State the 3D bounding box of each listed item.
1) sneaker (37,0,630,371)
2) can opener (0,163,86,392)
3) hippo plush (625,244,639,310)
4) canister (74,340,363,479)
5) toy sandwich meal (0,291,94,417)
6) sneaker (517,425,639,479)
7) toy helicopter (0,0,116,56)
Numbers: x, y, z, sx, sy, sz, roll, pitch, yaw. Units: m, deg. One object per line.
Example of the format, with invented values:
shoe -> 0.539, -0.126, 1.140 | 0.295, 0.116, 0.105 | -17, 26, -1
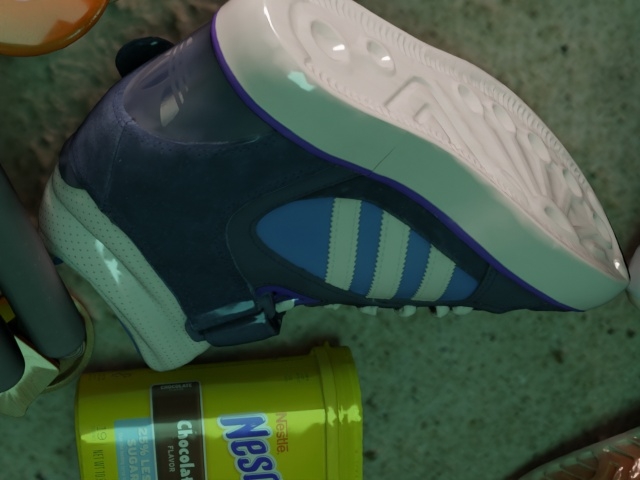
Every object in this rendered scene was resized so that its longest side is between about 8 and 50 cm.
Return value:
sneaker -> 0.000, 0.000, 0.648 | 0.322, 0.130, 0.236 | 26, 130, -38
can opener -> -0.186, -0.039, 0.514 | 0.074, 0.093, 0.280 | -29, 135, -12
hippo plush -> 0.321, -0.022, 0.615 | 0.234, 0.236, 0.294 | -5, 114, -8
canister -> -0.062, 0.135, 0.702 | 0.169, 0.073, 0.126 | -4, 113, -7
toy sandwich meal -> -0.178, 0.065, 0.673 | 0.085, 0.029, 0.086 | -4, 114, -9
sneaker -> 0.277, 0.179, 0.761 | 0.302, 0.108, 0.121 | -21, 131, 17
toy helicopter -> -0.059, -0.240, 0.533 | 0.355, 0.140, 0.235 | -20, 107, -13
